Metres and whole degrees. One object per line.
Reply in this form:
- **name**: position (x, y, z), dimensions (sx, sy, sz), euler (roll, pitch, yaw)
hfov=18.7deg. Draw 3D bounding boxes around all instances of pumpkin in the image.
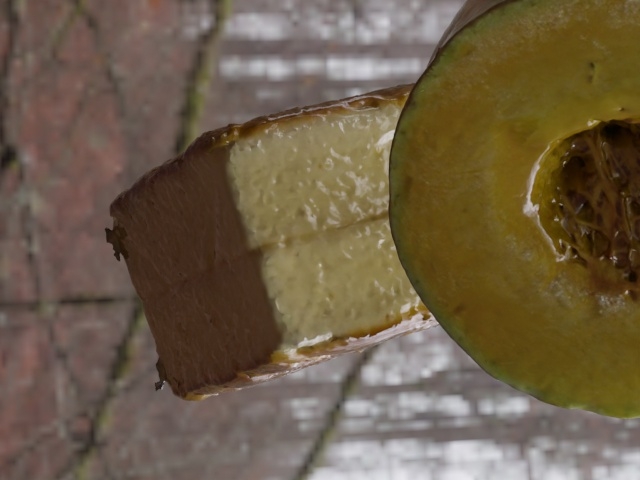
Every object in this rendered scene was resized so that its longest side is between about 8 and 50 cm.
- **pumpkin**: position (0.225, -0.065, 1.310), dimensions (0.199, 0.332, 0.332), euler (-63, 162, -58)

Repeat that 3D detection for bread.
- **bread**: position (0.000, 0.000, 1.656), dimensions (0.279, 0.279, 0.207), euler (-25, -99, 60)
